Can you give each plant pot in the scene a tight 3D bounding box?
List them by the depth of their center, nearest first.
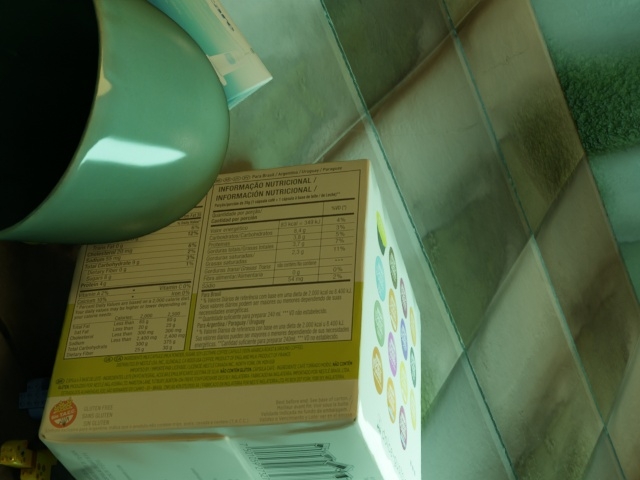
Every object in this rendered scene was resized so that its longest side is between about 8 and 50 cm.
[{"bbox_3d":[-0.237,-0.127,1.301,0.235,0.293,0.293,15,66,-50],"label":"plant pot"}]

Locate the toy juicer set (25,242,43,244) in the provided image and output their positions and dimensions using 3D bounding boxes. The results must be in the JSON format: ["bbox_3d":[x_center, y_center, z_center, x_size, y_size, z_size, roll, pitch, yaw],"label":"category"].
[{"bbox_3d":[-0.346,-0.107,1.474,0.329,0.089,0.209,32,71,-53],"label":"toy juicer set"}]

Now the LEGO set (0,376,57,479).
[{"bbox_3d":[-0.303,0.219,1.397,0.093,0.087,0.227,44,42,-65],"label":"LEGO set"}]

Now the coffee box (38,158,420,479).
[{"bbox_3d":[-0.076,0.145,1.451,0.338,0.338,0.334,68,21,-52],"label":"coffee box"}]

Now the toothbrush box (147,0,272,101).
[{"bbox_3d":[-0.197,-0.243,1.585,0.216,0.126,0.295,54,18,-6],"label":"toothbrush box"}]
